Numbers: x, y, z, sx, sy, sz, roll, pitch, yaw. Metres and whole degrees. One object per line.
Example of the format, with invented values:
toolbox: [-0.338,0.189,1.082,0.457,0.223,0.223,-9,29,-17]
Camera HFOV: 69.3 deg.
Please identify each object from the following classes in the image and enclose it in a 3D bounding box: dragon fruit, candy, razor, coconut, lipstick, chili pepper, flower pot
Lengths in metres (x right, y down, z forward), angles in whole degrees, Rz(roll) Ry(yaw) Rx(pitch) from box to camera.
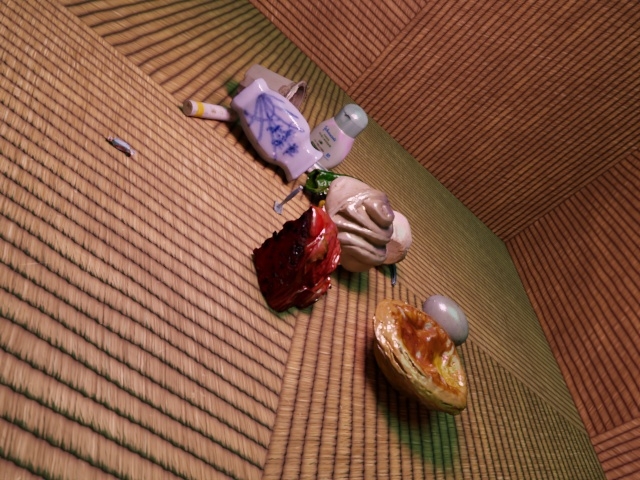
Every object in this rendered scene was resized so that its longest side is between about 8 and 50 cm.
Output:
dragon fruit: [0.000,0.086,1.476,0.329,0.286,0.228,30,27,-46]
candy: [-0.581,-0.276,1.352,0.083,0.020,0.030,31,28,-26]
razor: [-0.118,-0.163,1.744,0.040,0.135,0.068,39,28,-23]
coconut: [0.299,-0.015,2.053,0.241,0.241,0.241,35,30,-24]
lipstick: [-0.430,-0.510,1.836,0.059,0.059,0.264,54,28,12]
chili pepper: [0.121,-0.207,2.058,0.385,0.167,0.213,22,-3,-36]
flower pot: [-0.231,-0.653,2.118,0.259,0.290,0.290,32,28,3]

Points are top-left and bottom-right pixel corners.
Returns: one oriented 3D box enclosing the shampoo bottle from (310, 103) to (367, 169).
shampoo bottle: [0.081,-0.511,2.254,0.222,0.349,0.151,57,28,16]

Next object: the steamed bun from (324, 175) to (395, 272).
steamed bun: [0.170,-0.064,1.796,0.352,0.247,0.339,-84,155,-44]

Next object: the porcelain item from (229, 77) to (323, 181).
porcelain item: [-0.181,-0.454,1.916,0.405,0.242,0.178,51,7,-14]

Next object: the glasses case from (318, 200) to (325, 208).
glasses case: [0.031,-0.070,1.909,0.079,0.064,0.234,53,20,-43]

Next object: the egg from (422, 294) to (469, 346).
egg: [0.533,0.343,1.983,0.236,0.169,0.169,55,28,15]

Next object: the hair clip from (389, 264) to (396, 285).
hair clip: [0.328,0.121,2.122,0.070,0.039,0.229,32,32,-31]

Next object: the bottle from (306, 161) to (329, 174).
bottle: [-0.031,-0.328,2.157,0.254,0.079,0.096,44,66,-9]

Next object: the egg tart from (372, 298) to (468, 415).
egg tart: [0.315,0.403,1.585,0.443,0.178,0.443,34,28,-21]
